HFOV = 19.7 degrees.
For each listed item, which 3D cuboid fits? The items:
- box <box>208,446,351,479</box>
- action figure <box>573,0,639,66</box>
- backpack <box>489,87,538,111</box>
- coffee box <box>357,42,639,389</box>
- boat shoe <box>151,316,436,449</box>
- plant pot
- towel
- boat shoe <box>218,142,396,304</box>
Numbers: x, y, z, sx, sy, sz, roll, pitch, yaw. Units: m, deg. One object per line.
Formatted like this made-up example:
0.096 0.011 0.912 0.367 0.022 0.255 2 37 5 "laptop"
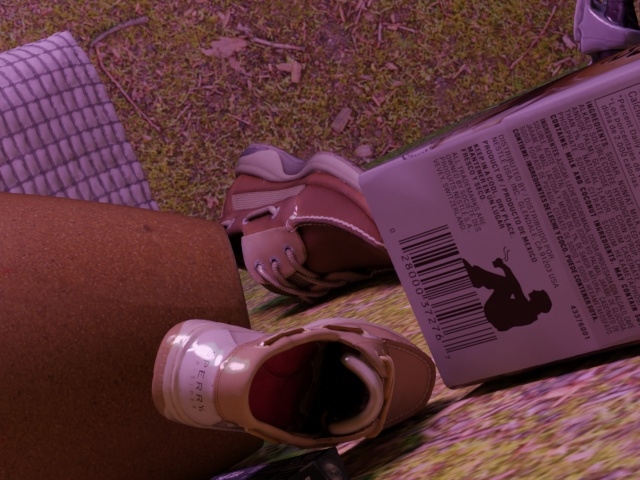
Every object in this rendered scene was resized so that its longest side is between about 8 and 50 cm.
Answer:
-0.038 0.118 0.800 0.083 0.018 0.067 -20 6 43 "box"
0.240 -0.122 0.971 0.185 0.099 0.285 -2 -28 -18 "action figure"
0.188 -0.083 1.514 0.114 0.084 0.105 -18 5 10 "backpack"
0.187 -0.041 0.820 0.297 0.119 0.168 -20 5 45 "coffee box"
0.003 0.067 0.819 0.059 0.063 0.170 12 6 41 "boat shoe"
-0.162 0.072 0.915 0.254 0.237 0.237 -10 3 -8 "plant pot"
-0.215 0.005 1.376 0.121 0.284 0.235 -23 6 27 "towel"
0.000 0.000 1.512 0.116 0.123 0.324 -59 20 -7 "boat shoe"
